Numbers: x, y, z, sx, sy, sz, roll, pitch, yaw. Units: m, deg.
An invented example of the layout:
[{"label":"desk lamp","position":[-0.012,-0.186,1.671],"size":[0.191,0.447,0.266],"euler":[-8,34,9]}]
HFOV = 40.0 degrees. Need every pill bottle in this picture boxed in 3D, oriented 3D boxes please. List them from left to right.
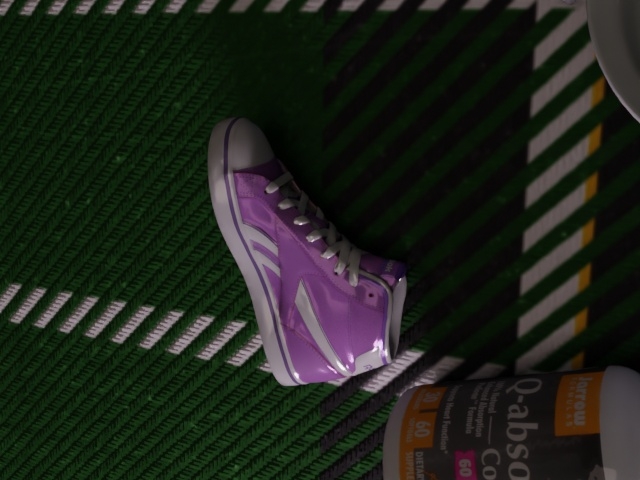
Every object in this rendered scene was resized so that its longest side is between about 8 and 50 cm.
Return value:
[{"label":"pill bottle","position":[0.207,0.191,0.755],"size":[0.278,0.162,0.162],"euler":[-12,95,29]}]

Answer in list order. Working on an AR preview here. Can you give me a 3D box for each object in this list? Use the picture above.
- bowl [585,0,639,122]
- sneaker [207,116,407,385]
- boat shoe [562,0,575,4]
[{"label":"bowl","position":[0.346,-0.171,0.600],"size":[0.298,0.134,0.298],"euler":[-7,77,32]},{"label":"sneaker","position":[0.000,0.000,0.863],"size":[0.161,0.102,0.282],"euler":[-13,105,25]},{"label":"boat shoe","position":[0.186,-0.243,0.746],"size":[0.100,0.035,0.035],"euler":[50,121,17]}]
